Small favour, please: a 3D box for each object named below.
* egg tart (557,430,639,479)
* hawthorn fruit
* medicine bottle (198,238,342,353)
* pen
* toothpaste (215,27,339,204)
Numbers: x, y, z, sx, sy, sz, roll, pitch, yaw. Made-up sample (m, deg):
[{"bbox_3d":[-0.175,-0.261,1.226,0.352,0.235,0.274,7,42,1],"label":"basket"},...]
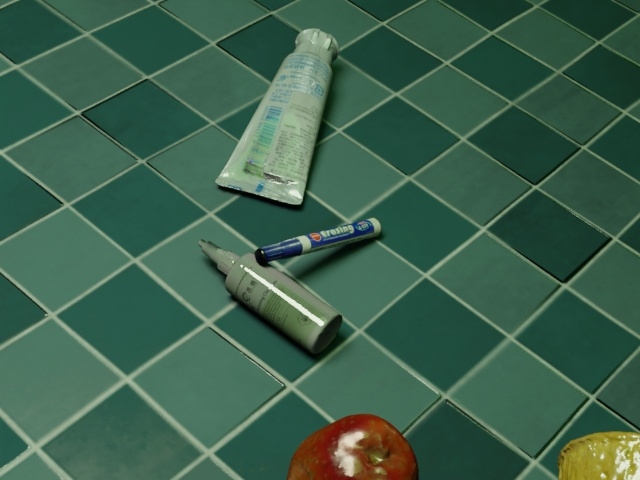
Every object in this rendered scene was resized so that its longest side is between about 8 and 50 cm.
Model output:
[{"bbox_3d":[0.310,0.292,1.112,0.202,0.202,0.147,19,60,7],"label":"egg tart"},{"bbox_3d":[0.033,0.236,1.129,0.133,0.138,0.133,8,46,-8],"label":"hawthorn fruit"},{"bbox_3d":[-0.067,0.054,1.341,0.199,0.058,0.057,35,50,21],"label":"medicine bottle"},{"bbox_3d":[0.000,0.000,1.392,0.204,0.025,0.025,-14,48,-45],"label":"pen"},{"bbox_3d":[-0.042,-0.166,1.564,0.114,0.073,0.299,16,52,4],"label":"toothpaste"}]
